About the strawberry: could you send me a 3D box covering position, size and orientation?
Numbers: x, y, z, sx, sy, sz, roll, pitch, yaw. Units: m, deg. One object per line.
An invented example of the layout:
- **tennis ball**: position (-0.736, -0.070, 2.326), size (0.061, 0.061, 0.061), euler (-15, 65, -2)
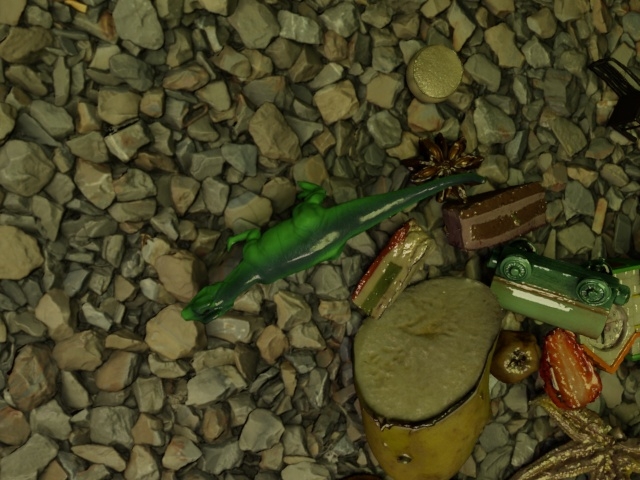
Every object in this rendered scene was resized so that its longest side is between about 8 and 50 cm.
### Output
- **strawberry**: position (0.555, 0.288, 1.158), size (0.121, 0.082, 0.189), euler (-12, 82, -8)

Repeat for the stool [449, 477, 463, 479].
- **stool**: position (0.316, 0.665, 1.150), size (0.153, 0.139, 0.228), euler (-15, 94, -10)

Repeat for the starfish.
- **starfish**: position (0.639, 0.506, 1.165), size (0.398, 0.132, 0.384), euler (32, 80, 20)

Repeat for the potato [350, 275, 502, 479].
- **potato**: position (0.232, 0.313, 1.091), size (0.397, 0.289, 0.296), euler (-58, 140, -40)

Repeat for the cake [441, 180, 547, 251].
- **cake**: position (0.395, -0.058, 1.154), size (0.295, 0.112, 0.116), euler (-14, 103, -24)

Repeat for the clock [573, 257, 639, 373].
- **clock**: position (0.664, 0.184, 1.212), size (0.219, 0.106, 0.256), euler (-9, 96, -12)

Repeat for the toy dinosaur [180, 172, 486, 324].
- **toy dinosaur**: position (0.000, 0.000, 0.896), size (0.374, 0.499, 0.144), euler (-47, 115, -42)

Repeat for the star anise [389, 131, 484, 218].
- **star anise**: position (0.235, -0.147, 1.096), size (0.233, 0.073, 0.178), euler (-10, 68, -7)

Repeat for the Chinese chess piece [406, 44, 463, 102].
- **Chinese chess piece**: position (0.246, -0.360, 1.105), size (0.121, 0.051, 0.122), euler (-1, 95, -11)

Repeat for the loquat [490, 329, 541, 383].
- **loquat**: position (0.434, 0.261, 1.151), size (0.137, 0.137, 0.113), euler (-26, 90, -10)

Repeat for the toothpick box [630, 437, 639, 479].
- **toothpick box**: position (0.862, 0.648, 1.234), size (0.316, 0.229, 0.229), euler (41, 84, -13)

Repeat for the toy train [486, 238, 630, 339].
- **toy train**: position (0.496, 0.110, 1.104), size (0.285, 0.116, 0.177), euler (17, 122, 21)

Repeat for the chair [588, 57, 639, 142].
- **chair**: position (0.709, -0.329, 1.199), size (0.212, 0.084, 0.102), euler (27, 84, -14)

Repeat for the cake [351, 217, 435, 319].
- **cake**: position (0.154, 0.053, 1.069), size (0.086, 0.117, 0.220), euler (40, 81, 23)

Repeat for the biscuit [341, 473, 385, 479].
- **biscuit**: position (0.088, 0.633, 1.133), size (0.220, 0.066, 0.221), euler (-1, 94, -10)
